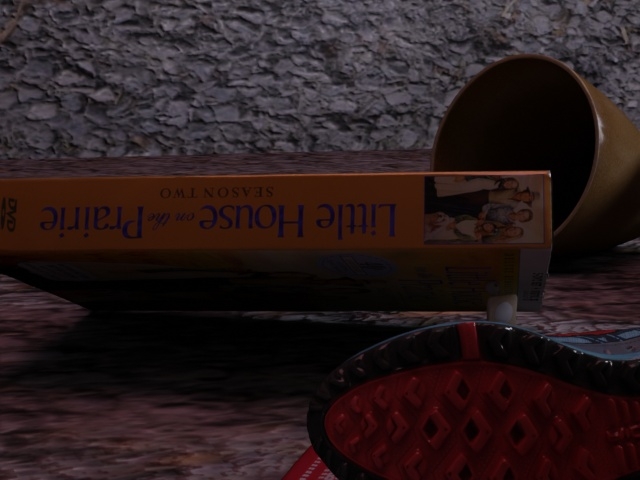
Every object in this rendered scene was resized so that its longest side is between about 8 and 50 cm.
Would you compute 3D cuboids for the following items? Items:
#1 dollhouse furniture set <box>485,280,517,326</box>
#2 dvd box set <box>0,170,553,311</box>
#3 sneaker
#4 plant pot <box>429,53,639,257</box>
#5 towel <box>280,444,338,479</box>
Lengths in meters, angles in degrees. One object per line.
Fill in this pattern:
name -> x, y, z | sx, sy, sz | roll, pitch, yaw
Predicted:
dollhouse furniture set -> 0.104, 0.075, 0.887 | 0.114, 0.081, 0.091 | -5, 10, -30
dvd box set -> -0.029, 0.010, 1.009 | 0.421, 0.062, 0.307 | 0, -11, 8
sneaker -> 0.119, 0.094, 0.627 | 0.262, 0.104, 0.125 | 0, -7, -10
plant pot -> 0.305, -0.078, 1.507 | 0.254, 0.237, 0.237 | 12, -1, -43
towel -> 0.107, 0.144, 0.627 | 0.275, 0.031, 0.199 | 2, 11, 17
